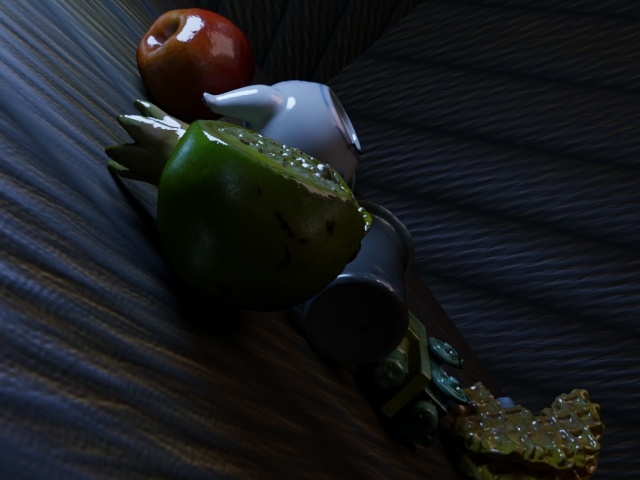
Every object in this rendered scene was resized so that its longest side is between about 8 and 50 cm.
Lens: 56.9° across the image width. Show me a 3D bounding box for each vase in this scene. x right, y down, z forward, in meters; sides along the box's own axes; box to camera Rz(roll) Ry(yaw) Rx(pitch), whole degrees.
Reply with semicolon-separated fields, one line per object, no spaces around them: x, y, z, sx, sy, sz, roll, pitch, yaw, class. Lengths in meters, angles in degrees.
0.061;0.077;1.106;0.245;0.245;0.291;49;17;-14;vase

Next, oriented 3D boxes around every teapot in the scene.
-0.070;-0.176;1.187;0.424;0.280;0.252;46;22;-48;teapot

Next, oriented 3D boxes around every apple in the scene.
-0.245;-0.345;1.171;0.201;0.218;0.218;44;13;-46;apple

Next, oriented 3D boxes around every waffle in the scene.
0.457;0.435;1.321;0.261;0.324;0.151;-69;154;-60;waffle

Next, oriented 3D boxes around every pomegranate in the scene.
-0.119;-0.036;0.784;0.358;0.216;0.310;22;15;3;pomegranate

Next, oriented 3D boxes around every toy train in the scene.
0.169;0.250;1.192;0.237;0.150;0.369;44;11;0;toy train

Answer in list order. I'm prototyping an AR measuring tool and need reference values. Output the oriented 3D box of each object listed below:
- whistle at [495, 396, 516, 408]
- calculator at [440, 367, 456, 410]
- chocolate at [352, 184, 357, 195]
0.496;0.560;1.454;0.188;0.168;0.405;42;15;-47;whistle
0.303;0.368;1.597;0.246;0.045;0.141;45;13;-36;calculator
-0.003;-0.056;1.435;0.221;0.221;0.147;31;49;-62;chocolate
